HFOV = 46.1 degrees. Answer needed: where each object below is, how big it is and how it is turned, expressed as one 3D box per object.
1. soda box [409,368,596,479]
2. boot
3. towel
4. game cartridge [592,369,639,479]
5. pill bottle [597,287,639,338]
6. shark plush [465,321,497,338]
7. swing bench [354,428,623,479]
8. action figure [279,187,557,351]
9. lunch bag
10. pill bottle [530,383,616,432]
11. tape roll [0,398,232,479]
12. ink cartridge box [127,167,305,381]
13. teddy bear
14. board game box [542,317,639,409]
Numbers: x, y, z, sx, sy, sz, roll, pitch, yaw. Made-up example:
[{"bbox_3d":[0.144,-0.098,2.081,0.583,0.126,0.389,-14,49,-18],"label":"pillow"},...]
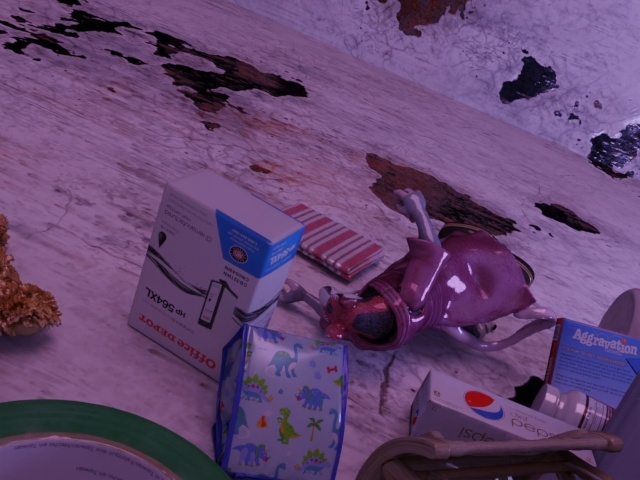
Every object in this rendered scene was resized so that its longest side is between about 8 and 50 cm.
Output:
[{"bbox_3d":[0.220,0.241,0.927,0.216,0.069,0.074,23,24,-1],"label":"soda box"},{"bbox_3d":[0.291,0.043,1.384,0.197,0.077,0.137,29,31,17],"label":"boot"},{"bbox_3d":[0.000,0.000,1.282,0.197,0.029,0.144,29,26,20],"label":"towel"},{"bbox_3d":[0.487,0.286,0.900,0.294,0.196,0.060,28,14,8],"label":"game cartridge"},{"bbox_3d":[0.597,0.208,1.184,0.301,0.169,0.169,24,25,4],"label":"pill bottle"},{"bbox_3d":[0.226,0.098,1.241,0.067,0.073,0.161,-29,55,-21],"label":"shark plush"},{"bbox_3d":[0.204,0.281,0.719,0.253,0.165,0.255,6,29,-30],"label":"swing bench"},{"bbox_3d":[0.119,0.095,1.052,0.370,0.248,0.276,-19,72,-54],"label":"action figure"},{"bbox_3d":[-0.043,0.181,0.803,0.128,0.096,0.151,13,55,-19],"label":"lunch bag"},{"bbox_3d":[0.355,0.252,0.994,0.151,0.086,0.086,26,25,9],"label":"pill bottle"},{"bbox_3d":[-0.195,0.253,0.551,0.321,0.077,0.321,18,26,-9],"label":"tape roll"},{"bbox_3d":[-0.126,0.042,0.882,0.148,0.203,0.086,29,28,15],"label":"ink cartridge box"},{"bbox_3d":[-0.431,0.007,0.811,0.245,0.113,0.338,-3,35,-46],"label":"teddy bear"},{"bbox_3d":[0.458,0.215,1.071,0.281,0.145,0.027,16,-8,-3],"label":"board game box"}]
